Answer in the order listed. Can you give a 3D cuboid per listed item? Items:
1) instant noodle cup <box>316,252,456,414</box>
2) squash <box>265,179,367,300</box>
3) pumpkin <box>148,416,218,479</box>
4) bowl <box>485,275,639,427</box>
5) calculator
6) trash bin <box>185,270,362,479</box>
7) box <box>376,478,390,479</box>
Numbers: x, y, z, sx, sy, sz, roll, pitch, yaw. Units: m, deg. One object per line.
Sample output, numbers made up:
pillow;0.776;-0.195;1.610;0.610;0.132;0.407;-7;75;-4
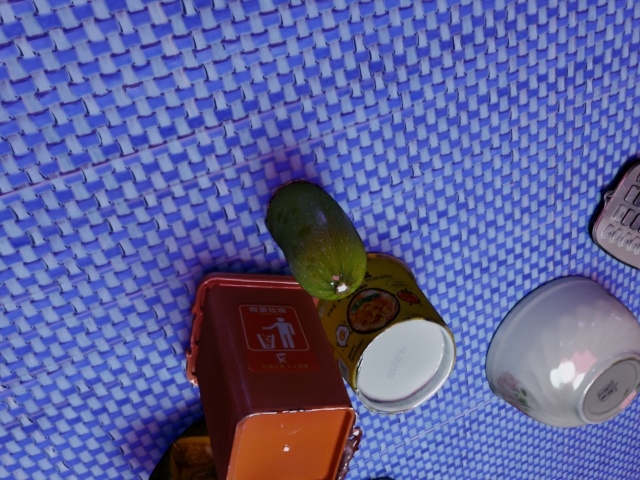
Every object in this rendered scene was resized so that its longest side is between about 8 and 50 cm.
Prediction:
instant noodle cup;0.084;0.126;0.592;0.182;0.144;0.182;-7;115;-16
squash;0.000;0.000;0.482;0.095;0.188;0.095;-6;113;-15
pumpkin;-0.108;0.333;0.570;0.237;0.238;0.159;-19;123;-11
bowl;0.443;0.213;0.763;0.276;0.145;0.277;-8;115;-19
calculator;0.566;-0.036;0.751;0.268;0.040;0.177;19;105;-25
trash bin;-0.065;0.163;0.501;0.161;0.239;0.185;5;114;-21
box;0.022;0.676;0.803;0.395;0.111;0.397;-19;104;-11
